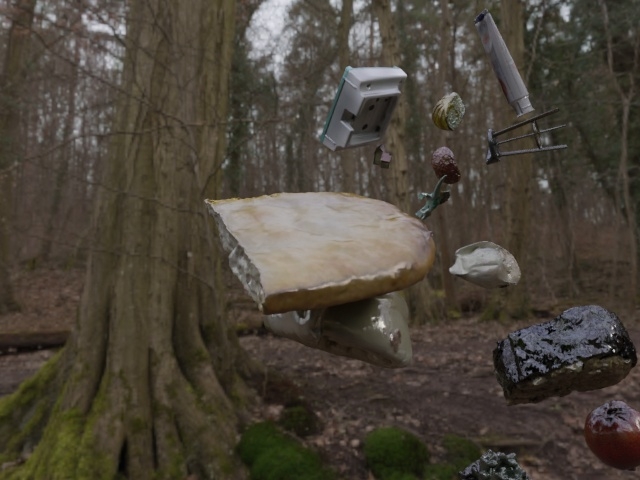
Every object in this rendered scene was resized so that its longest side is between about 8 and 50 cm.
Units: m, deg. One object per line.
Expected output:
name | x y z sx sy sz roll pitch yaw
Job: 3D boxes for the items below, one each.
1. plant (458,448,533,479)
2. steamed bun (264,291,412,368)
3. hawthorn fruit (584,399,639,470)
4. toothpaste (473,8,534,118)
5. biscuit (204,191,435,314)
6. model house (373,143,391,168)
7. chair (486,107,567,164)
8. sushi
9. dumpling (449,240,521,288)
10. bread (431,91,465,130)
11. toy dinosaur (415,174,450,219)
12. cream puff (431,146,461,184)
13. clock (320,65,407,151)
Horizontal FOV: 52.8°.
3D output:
plant | 0.362 0.520 1.347 0.132 0.194 0.129 -17 43 -40
steamed bun | 0.046 0.138 1.401 0.310 0.219 0.324 17 -11 -7
hawthorn fruit | 0.794 0.528 1.713 0.169 0.188 0.169 -18 16 5
toothpaste | 0.536 -0.518 1.897 0.066 0.323 0.100 -26 2 -7
biscuit | 0.000 0.001 1.268 0.447 0.103 0.429 -9 25 -29
model house | 0.191 -0.259 1.978 0.057 0.058 0.083 12 22 8
chair | 0.527 -0.273 1.692 0.222 0.104 0.095 -16 -57 30
sushi | 0.597 0.300 1.607 0.350 0.170 0.211 -29 -47 33
dumpling | 0.471 0.067 1.845 0.199 0.136 0.118 5 -13 9
bread | 0.388 -0.396 1.975 0.094 0.157 0.083 -3 -53 50
toy dinosaur | 0.308 -0.110 1.712 0.106 0.044 0.187 -6 -41 -42
cream puff | 0.447 -0.264 2.313 0.085 0.148 0.149 -21 -16 8
clock | 0.145 -0.400 1.999 0.231 0.116 0.262 -13 -41 -39
